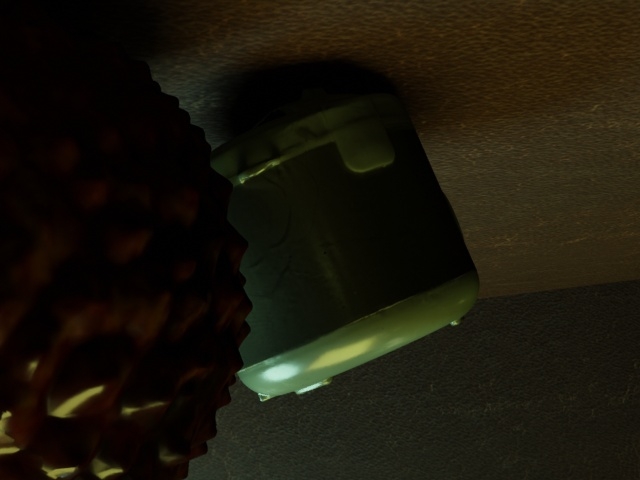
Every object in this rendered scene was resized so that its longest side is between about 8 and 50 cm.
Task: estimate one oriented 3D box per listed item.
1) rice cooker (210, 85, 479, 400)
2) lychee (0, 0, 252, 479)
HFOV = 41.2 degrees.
[{"bbox_3d":[0.000,-0.003,0.888,0.288,0.277,0.288,-23,173,-3],"label":"rice cooker"},{"bbox_3d":[-0.262,0.031,0.630,0.424,0.425,0.500,-3,-166,-18],"label":"lychee"}]
